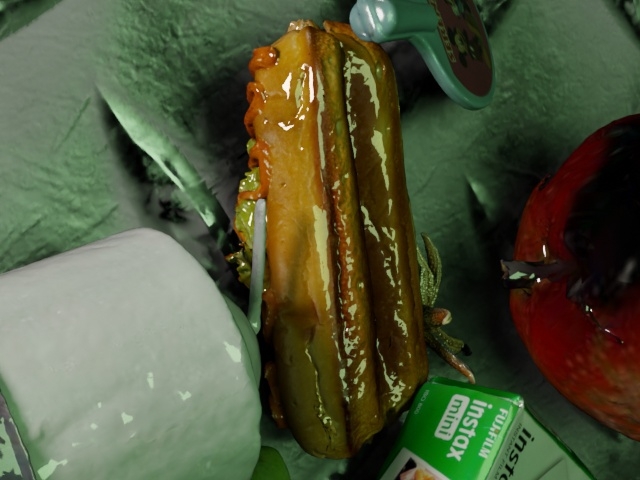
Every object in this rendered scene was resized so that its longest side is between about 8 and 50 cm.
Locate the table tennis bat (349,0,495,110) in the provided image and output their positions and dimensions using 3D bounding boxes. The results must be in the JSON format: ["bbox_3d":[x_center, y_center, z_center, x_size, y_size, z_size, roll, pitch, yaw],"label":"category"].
[{"bbox_3d":[0.087,-0.177,1.384,0.244,0.040,0.153,-9,79,-65],"label":"table tennis bat"}]

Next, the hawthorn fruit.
[{"bbox_3d":[0.310,0.027,1.424,0.316,0.316,0.316,1,87,-31],"label":"hawthorn fruit"}]

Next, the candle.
[{"bbox_3d":[-0.171,0.117,1.173,0.342,0.221,0.221,-19,98,-32],"label":"candle"}]

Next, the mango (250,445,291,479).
[{"bbox_3d":[-0.097,0.267,1.286,0.237,0.091,0.137,-39,120,-27],"label":"mango"}]

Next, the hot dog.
[{"bbox_3d":[0.000,0.000,1.342,0.158,0.117,0.349,-25,110,-58],"label":"hot dog"}]

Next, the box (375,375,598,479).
[{"bbox_3d":[0.139,0.238,1.387,0.250,0.103,0.180,44,66,-46],"label":"box"}]

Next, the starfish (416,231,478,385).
[{"bbox_3d":[0.099,0.073,1.430,0.130,0.041,0.133,62,12,-55],"label":"starfish"}]
